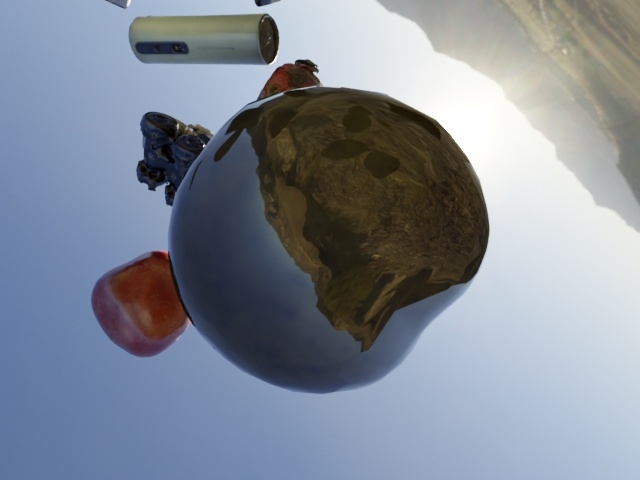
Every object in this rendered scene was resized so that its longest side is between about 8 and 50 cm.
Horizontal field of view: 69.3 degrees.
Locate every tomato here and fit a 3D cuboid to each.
[{"bbox_3d":[-0.303,0.108,0.817,0.187,0.151,0.187,3,-119,-5],"label":"tomato"}]

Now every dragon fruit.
[{"bbox_3d":[-0.056,-0.218,0.933,0.147,0.282,0.211,31,179,5],"label":"dragon fruit"}]

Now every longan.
[{"bbox_3d":[0.000,0.000,0.599,0.404,0.404,0.336,50,-159,4],"label":"longan"}]

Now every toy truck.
[{"bbox_3d":[-0.283,-0.183,1.007,0.213,0.161,0.177,37,-140,16],"label":"toy truck"}]

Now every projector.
[{"bbox_3d":[-0.266,-0.456,1.051,0.337,0.108,0.108,8,-157,18],"label":"projector"}]

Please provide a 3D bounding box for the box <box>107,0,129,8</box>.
[{"bbox_3d":[-0.420,-0.531,0.812,0.200,0.065,0.343,15,-179,-27],"label":"box"}]

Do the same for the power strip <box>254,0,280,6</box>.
[{"bbox_3d":[-0.110,-0.547,0.834,0.257,0.070,0.105,108,144,-83],"label":"power strip"}]
